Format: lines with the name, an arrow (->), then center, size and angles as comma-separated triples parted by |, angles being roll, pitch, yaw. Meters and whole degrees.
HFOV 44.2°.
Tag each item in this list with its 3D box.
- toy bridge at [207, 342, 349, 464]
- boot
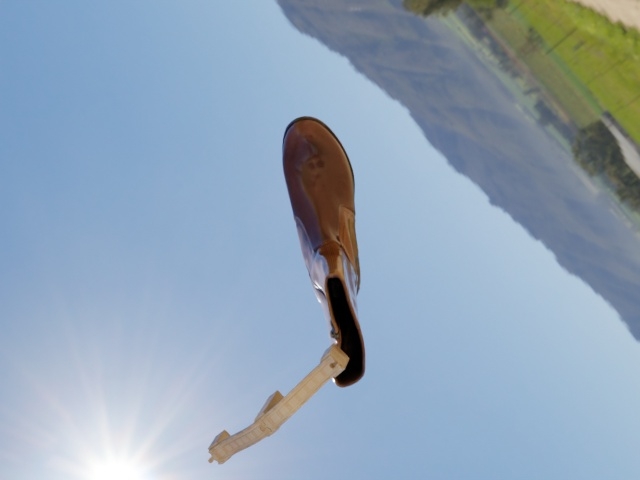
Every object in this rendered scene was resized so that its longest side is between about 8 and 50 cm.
toy bridge -> -0.051, 0.180, 0.820 | 0.026, 0.188, 0.063 | 49, -163, -3
boot -> 0.000, 0.000, 0.965 | 0.280, 0.096, 0.264 | -88, -6, -70
